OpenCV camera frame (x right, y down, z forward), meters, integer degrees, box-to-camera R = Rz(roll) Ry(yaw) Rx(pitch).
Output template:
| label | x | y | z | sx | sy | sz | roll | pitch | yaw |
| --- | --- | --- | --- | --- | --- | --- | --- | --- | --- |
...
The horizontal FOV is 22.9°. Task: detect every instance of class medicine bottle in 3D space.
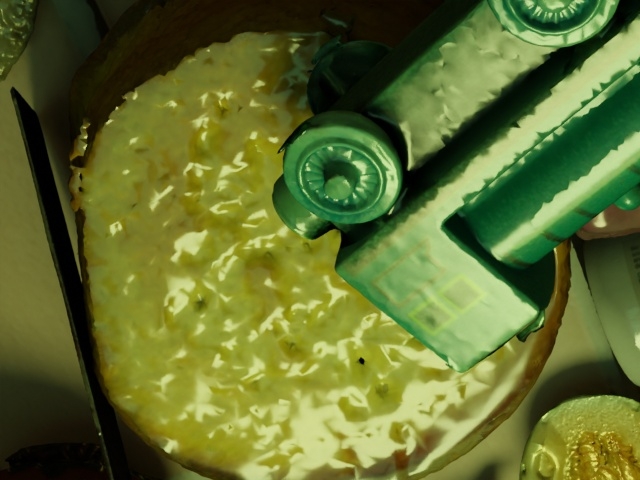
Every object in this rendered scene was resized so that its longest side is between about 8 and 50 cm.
| label | x | y | z | sx | sy | sz | roll | pitch | yaw |
| --- | --- | --- | --- | --- | --- | --- | --- | --- | --- |
| medicine bottle | 0.305 | 0.015 | 1.103 | 0.215 | 0.135 | 0.135 | -20 | 110 | 21 |

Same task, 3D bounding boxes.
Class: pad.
| label | x | y | z | sx | sy | sz | roll | pitch | yaw |
| --- | --- | --- | --- | --- | --- | --- | --- | --- | --- |
| pad | -0.172 | 0.059 | 1.134 | 0.004 | 0.220 | 0.330 | -14 | 90 | -6 |

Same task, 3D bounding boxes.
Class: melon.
| label | x | y | z | sx | sy | sz | roll | pitch | yaw |
| --- | --- | --- | --- | --- | --- | --- | --- | --- | --- |
| melon | 0.230 | 0.174 | 1.241 | 0.160 | 0.079 | 0.128 | -21 | 92 | 22 |

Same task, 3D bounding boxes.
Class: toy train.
| label | x | y | z | sx | sy | sz | roll | pitch | yaw |
| --- | --- | --- | --- | --- | --- | --- | --- | --- | --- |
| toy train | 0.114 | -0.072 | 0.883 | 0.194 | 0.120 | 0.298 | 40 | 122 | -15 |

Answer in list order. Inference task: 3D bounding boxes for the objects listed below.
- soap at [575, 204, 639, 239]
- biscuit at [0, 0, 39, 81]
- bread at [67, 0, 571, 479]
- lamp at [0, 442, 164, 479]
| label | x | y | z | sx | sy | sz | roll | pitch | yaw |
| --- | --- | --- | --- | --- | --- | --- | --- | --- | --- |
| soap | 0.193 | -0.163 | 0.998 | 0.127 | 0.220 | 0.324 | -10 | 115 | 26 |
| biscuit | -0.273 | -0.227 | 1.163 | 0.141 | 0.038 | 0.289 | -1 | 118 | 12 |
| bread | 0.000 | 0.000 | 1.109 | 0.398 | 0.215 | 0.398 | 1 | 110 | 2 |
| lamp | -0.213 | 0.277 | 1.305 | 0.227 | 0.227 | 0.226 | 5 | 117 | 10 |
